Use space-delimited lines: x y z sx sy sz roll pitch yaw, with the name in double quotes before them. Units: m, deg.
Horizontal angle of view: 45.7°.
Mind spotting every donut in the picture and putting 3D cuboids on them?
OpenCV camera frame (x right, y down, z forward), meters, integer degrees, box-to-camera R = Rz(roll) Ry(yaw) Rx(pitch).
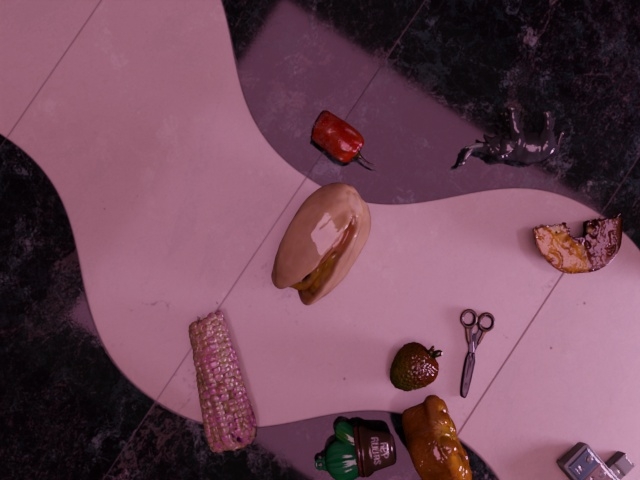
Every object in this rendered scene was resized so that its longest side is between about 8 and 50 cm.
"donut" 0.623 0.009 1.862 0.217 0.085 0.141 -4 89 -1
"donut" 0.273 0.481 1.777 0.114 0.226 0.226 -24 90 8

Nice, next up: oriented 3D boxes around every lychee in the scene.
"lychee" 0.230 0.304 1.835 0.114 0.114 0.146 46 108 0

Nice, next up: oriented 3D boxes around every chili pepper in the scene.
"chili pepper" 0.065 -0.234 1.854 0.192 0.084 0.086 36 105 4

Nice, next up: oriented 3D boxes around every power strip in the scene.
"power strip" 0.704 0.584 1.872 0.145 0.061 0.215 -40 91 -9

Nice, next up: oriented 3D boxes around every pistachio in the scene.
"pistachio" 0.000 0.000 1.813 0.187 0.187 0.299 35 94 -1

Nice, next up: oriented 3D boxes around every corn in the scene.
"corn" -0.239 0.338 1.815 0.127 0.126 0.335 -13 89 -2

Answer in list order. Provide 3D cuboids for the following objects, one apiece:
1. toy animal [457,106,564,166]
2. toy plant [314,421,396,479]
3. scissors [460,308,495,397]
"toy animal" 0.467 -0.254 1.864 0.269 0.082 0.137 -3 88 -2
"toy plant" 0.079 0.507 1.832 0.200 0.105 0.143 -9 81 10
"scissors" 0.374 0.282 1.885 0.088 0.017 0.220 11 89 -2
